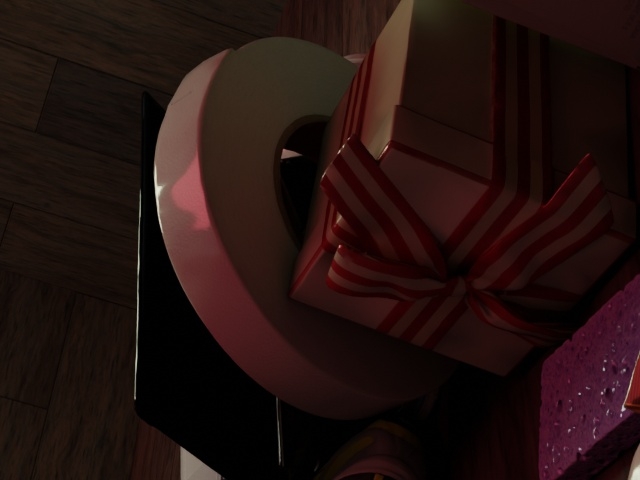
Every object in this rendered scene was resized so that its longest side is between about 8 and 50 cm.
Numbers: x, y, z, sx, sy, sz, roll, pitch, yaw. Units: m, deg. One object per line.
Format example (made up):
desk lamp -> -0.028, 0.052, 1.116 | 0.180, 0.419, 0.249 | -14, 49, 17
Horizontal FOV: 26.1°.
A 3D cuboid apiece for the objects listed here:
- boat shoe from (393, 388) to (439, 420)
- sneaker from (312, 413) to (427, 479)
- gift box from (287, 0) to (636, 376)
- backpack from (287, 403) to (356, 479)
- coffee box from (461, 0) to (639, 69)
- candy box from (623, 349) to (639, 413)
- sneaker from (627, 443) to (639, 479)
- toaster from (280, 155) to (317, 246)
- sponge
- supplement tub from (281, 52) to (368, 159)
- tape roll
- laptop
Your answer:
boat shoe -> 0.097, 0.109, 1.518 | 0.183, 0.066, 0.066 | -85, 17, -44
sneaker -> 0.018, 0.340, 1.459 | 0.385, 0.145, 0.147 | -56, 2, 37
gift box -> 0.122, -0.057, 1.207 | 0.276, 0.255, 0.258 | 117, 167, -49
backpack -> -0.048, 0.154, 1.810 | 0.263, 0.213, 0.276 | -61, 13, 12
coffee box -> 0.190, -0.417, 1.200 | 0.334, 0.338, 0.338 | -87, 19, -52
candy box -> 0.254, 0.059, 0.674 | 0.186, 0.053, 0.109 | 14, 86, 39
sneaker -> 0.237, 0.098, 0.812 | 0.123, 0.106, 0.290 | -125, 52, -72
toaster -> 0.000, 0.000, 1.497 | 0.110, 0.168, 0.186 | -28, 82, 38
sponge -> 0.226, 0.100, 1.042 | 0.210, 0.031, 0.117 | 124, 159, -52
supplement tub -> 0.035, -0.104, 1.719 | 0.272, 0.191, 0.191 | -66, 1, -56
tape roll -> 0.005, -0.017, 1.365 | 0.072, 0.392, 0.392 | -27, 41, 37
laptop -> -0.165, 0.132, 1.503 | 0.408, 0.236, 0.382 | -49, 35, 44
